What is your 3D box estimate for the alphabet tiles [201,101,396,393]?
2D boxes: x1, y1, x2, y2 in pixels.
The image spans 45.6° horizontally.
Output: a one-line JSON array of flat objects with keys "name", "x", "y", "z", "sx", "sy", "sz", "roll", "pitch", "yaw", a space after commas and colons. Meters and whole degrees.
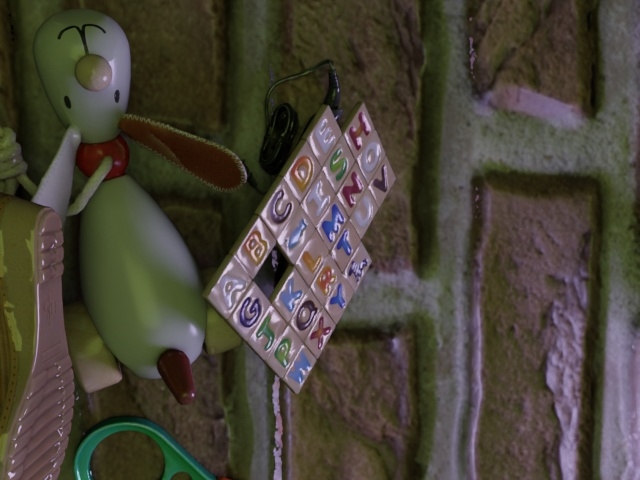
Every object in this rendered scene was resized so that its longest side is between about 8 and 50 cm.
[{"name": "alphabet tiles", "x": 0.000, "y": 0.000, "z": 0.695, "sx": 0.237, "sy": 0.009, "sz": 0.198, "roll": -59, "pitch": 146, "yaw": -20}]

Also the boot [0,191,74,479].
[{"name": "boot", "x": -0.282, "y": 0.081, "z": 0.523, "sx": 0.206, "sy": 0.090, "sz": 0.249, "roll": 3, "pitch": 91, "yaw": 8}]

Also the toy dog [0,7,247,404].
[{"name": "toy dog", "x": -0.156, "y": 0.004, "z": 0.614, "sx": 0.220, "sy": 0.161, "sz": 0.334, "roll": -37, "pitch": 124, "yaw": -9}]

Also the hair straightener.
[{"name": "hair straightener", "x": -0.040, "y": -0.070, "z": 0.736, "sx": 0.089, "sy": 0.047, "sz": 0.231, "roll": 19, "pitch": 91, "yaw": -13}]

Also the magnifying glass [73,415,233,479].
[{"name": "magnifying glass", "x": -0.130, "y": 0.242, "z": 0.759, "sx": 0.230, "sy": 0.026, "sz": 0.092, "roll": 21, "pitch": 91, "yaw": -13}]
